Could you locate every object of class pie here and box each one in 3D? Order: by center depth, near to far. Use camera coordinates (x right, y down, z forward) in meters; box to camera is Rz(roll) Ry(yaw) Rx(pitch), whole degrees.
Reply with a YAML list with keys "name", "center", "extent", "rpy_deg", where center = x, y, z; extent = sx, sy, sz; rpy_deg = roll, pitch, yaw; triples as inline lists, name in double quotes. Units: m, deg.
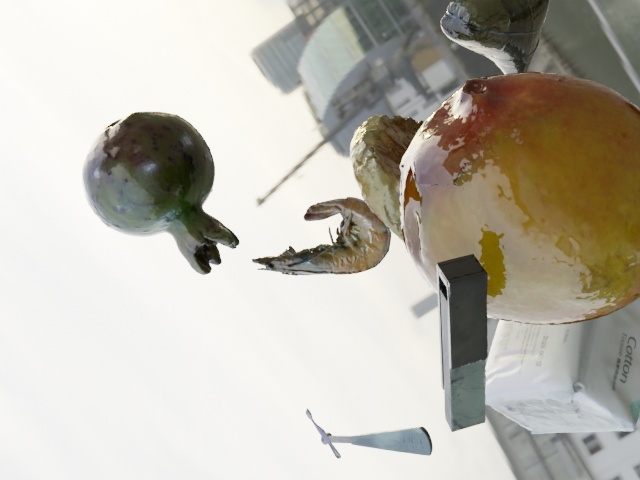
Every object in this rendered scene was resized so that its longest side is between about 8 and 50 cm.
- name: "pie"
  center: [0.190, -0.084, 1.586]
  extent: [0.339, 0.083, 0.340]
  rpy_deg: [25, -140, -23]

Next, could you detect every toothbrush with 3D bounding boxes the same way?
- name: "toothbrush"
  center: [0.005, 0.348, 1.696]
  extent: [0.131, 0.011, 0.013]
  rpy_deg: [59, -163, -28]

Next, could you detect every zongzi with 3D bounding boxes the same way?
- name: "zongzi"
  center: [0.288, -0.332, 1.620]
  extent: [0.112, 0.221, 0.242]
  rpy_deg: [38, 141, 33]

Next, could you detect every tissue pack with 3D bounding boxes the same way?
- name: "tissue pack"
  center: [0.464, 0.164, 1.731]
  extent: [0.193, 0.266, 0.357]
  rpy_deg: [33, -116, -23]

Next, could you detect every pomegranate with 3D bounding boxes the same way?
- name: "pomegranate"
  center: [-0.265, -0.094, 1.673]
  extent: [0.306, 0.242, 0.242]
  rpy_deg: [34, -163, -15]

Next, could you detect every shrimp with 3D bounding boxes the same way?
- name: "shrimp"
  center: [0.000, -0.001, 1.672]
  extent: [0.052, 0.250, 0.144]
  rpy_deg: [-118, 18, -71]

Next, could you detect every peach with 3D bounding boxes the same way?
- name: "peach"
  center: [0.277, -0.049, 1.242]
  extent: [0.373, 0.372, 0.290]
  rpy_deg: [48, -140, -39]

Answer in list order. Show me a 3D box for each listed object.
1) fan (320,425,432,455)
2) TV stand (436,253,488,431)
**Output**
- name: "fan"
  center: [0.100, 0.374, 1.800]
  extent: [0.023, 0.282, 0.057]
  rpy_deg: [-24, -79, -44]
- name: "TV stand"
  center: [0.172, 0.131, 1.143]
  extent: [0.040, 0.048, 0.257]
  rpy_deg: [-115, 13, -51]
